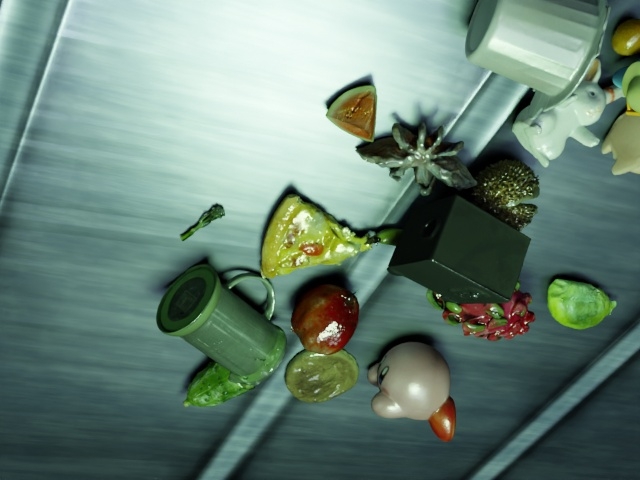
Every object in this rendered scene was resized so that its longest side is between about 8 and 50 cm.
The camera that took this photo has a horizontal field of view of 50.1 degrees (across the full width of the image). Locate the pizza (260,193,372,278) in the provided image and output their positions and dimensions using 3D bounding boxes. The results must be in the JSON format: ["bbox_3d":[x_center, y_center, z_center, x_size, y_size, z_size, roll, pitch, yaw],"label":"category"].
[{"bbox_3d":[0.000,0.000,1.725,0.288,0.075,0.280,3,129,-12],"label":"pizza"}]

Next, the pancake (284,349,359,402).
[{"bbox_3d":[0.008,0.414,2.076,0.242,0.050,0.242,-5,130,-6],"label":"pancake"}]

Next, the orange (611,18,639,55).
[{"bbox_3d":[0.676,-0.440,1.491,0.085,0.085,0.085,-5,129,-6],"label":"orange"}]

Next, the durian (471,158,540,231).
[{"bbox_3d":[0.437,-0.099,1.655,0.196,0.167,0.196,-2,93,-37],"label":"durian"}]

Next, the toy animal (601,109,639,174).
[{"bbox_3d":[0.838,-0.235,1.610,0.256,0.195,0.213,5,135,-18],"label":"toy animal"}]

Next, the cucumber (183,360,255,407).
[{"bbox_3d":[-0.305,0.419,1.983,0.244,0.134,0.134,-33,127,20],"label":"cucumber"}]

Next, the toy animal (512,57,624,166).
[{"bbox_3d":[0.579,-0.296,1.548,0.282,0.138,0.140,-29,123,12],"label":"toy animal"}]

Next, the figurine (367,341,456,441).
[{"bbox_3d":[0.290,0.408,2.012,0.261,0.269,0.211,17,118,-9],"label":"figurine"}]

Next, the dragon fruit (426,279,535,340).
[{"bbox_3d":[0.446,0.190,1.890,0.273,0.218,0.198,-16,92,9],"label":"dragon fruit"}]

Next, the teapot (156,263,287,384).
[{"bbox_3d":[-0.224,0.212,1.800,0.270,0.200,0.337,-53,127,-11],"label":"teapot"}]

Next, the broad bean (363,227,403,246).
[{"bbox_3d":[0.254,0.014,1.792,0.325,0.075,0.067,13,170,-18],"label":"broad bean"}]

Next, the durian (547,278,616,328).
[{"bbox_3d":[0.751,0.190,1.991,0.250,0.101,0.139,26,119,-27],"label":"durian"}]

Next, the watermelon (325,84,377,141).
[{"bbox_3d":[0.093,-0.264,1.516,0.125,0.094,0.135,-33,127,8],"label":"watermelon"}]

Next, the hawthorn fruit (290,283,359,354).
[{"bbox_3d":[0.034,0.197,1.824,0.181,0.181,0.235,31,122,-29],"label":"hawthorn fruit"}]

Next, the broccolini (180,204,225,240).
[{"bbox_3d":[-0.288,-0.039,1.680,0.140,0.030,0.035,-35,162,23],"label":"broccolini"}]

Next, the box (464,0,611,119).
[{"bbox_3d":[0.410,-0.405,1.394,0.206,0.262,0.291,17,134,-7],"label":"box"}]

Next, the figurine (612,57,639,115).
[{"bbox_3d":[0.769,-0.368,1.478,0.262,0.180,0.154,-35,160,-5],"label":"figurine"}]

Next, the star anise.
[{"bbox_3d":[0.238,-0.179,1.590,0.257,0.110,0.198,33,141,-25],"label":"star anise"}]

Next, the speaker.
[{"bbox_3d":[0.318,0.033,1.642,0.232,0.254,0.184,28,75,-16],"label":"speaker"}]
